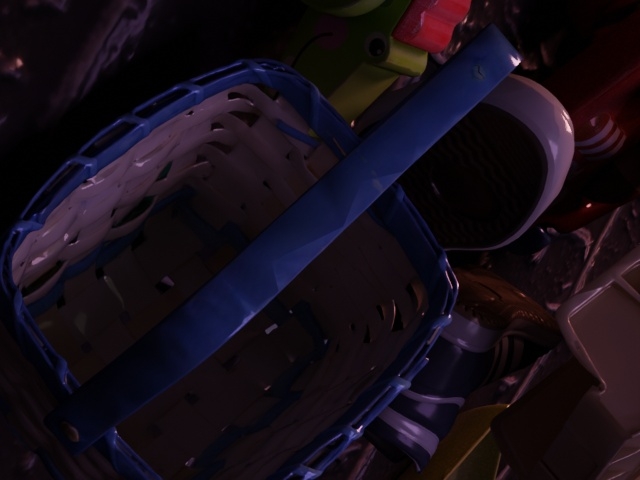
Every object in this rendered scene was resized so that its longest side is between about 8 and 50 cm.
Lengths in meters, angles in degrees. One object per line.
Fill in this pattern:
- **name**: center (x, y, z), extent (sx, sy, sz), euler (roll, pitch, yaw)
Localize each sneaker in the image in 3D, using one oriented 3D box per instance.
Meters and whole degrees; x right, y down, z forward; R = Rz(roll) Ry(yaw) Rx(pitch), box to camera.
- **sneaker**: center (0.077, -0.058, 1.104), extent (0.123, 0.106, 0.290), euler (-50, -173, -22)
- **sneaker**: center (0.108, 0.107, 1.593), extent (0.153, 0.099, 0.282), euler (-58, 160, 10)

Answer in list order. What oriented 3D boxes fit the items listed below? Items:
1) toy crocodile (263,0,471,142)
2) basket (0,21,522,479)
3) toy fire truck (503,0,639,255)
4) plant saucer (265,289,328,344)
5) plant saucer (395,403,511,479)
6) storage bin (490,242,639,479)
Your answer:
- **toy crocodile**: center (0.076, -0.198, 1.079), extent (0.340, 0.105, 0.115), euler (-59, 159, 6)
- **basket**: center (-0.043, 0.020, 0.950), extent (0.255, 0.201, 0.289), euler (-41, -175, -38)
- **toy fire truck**: center (0.230, -0.088, 1.539), extent (0.254, 0.169, 0.302), euler (-35, 161, 10)
- **plant saucer**: center (0.000, 0.000, 1.286), extent (0.195, 0.037, 0.195), euler (-47, 157, -27)
- **plant saucer**: center (0.107, 0.258, 1.875), extent (0.188, 0.045, 0.188), euler (-44, 155, -32)
- **storage bin**: center (0.278, 0.087, 1.543), extent (0.260, 0.123, 0.262), euler (-35, 165, -20)
